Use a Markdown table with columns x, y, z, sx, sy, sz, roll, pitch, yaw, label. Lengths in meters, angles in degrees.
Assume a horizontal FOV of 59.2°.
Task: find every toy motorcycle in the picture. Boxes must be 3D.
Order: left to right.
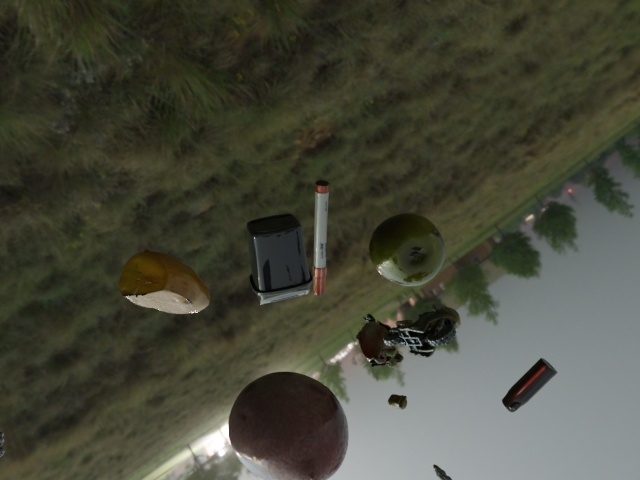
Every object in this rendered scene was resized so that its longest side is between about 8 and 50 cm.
| x | y | z | sx | sy | sz | roll | pitch | yaw | label |
| --- | --- | --- | --- | --- | --- | --- | --- | --- | --- |
| 0.263 | 0.223 | 1.413 | 0.129 | 0.094 | 0.229 | -40 | -165 | -33 | toy motorcycle |

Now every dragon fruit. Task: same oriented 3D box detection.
| x | y | z | sx | sy | sz | roll | pitch | yaw | label |
| --- | --- | --- | --- | --- | --- | --- | --- | --- | --- |
| 0.186 | 0.335 | 1.791 | 0.142 | 0.175 | 0.138 | -56 | -154 | -12 | dragon fruit |

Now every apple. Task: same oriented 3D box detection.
| x | y | z | sx | sy | sz | roll | pitch | yaw | label |
| --- | --- | --- | --- | --- | --- | --- | --- | --- | --- |
| 0.226 | 0.023 | 1.452 | 0.196 | 0.196 | 0.157 | -36 | -170 | 1 | apple |

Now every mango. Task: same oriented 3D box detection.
| x | y | z | sx | sy | sz | roll | pitch | yaw | label |
| --- | --- | --- | --- | --- | --- | --- | --- | --- | --- |
| -0.384 | 0.117 | 1.454 | 0.187 | 0.138 | 0.257 | 7 | 165 | 16 | mango |

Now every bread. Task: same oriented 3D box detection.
| x | y | z | sx | sy | sz | roll | pitch | yaw | label |
| --- | --- | --- | --- | --- | --- | --- | --- | --- | --- |
| 0.259 | 0.544 | 1.902 | 0.033 | 0.049 | 0.088 | 21 | 164 | -26 | bread |

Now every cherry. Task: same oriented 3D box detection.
| x | y | z | sx | sy | sz | roll | pitch | yaw | label |
| --- | --- | --- | --- | --- | --- | --- | --- | --- | --- |
| -0.050 | 0.354 | 1.069 | 0.239 | 0.239 | 0.206 | 115 | -9 | -67 | cherry |

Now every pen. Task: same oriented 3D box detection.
| x | y | z | sx | sy | sz | roll | pitch | yaw | label |
| --- | --- | --- | --- | --- | --- | --- | --- | --- | --- |
| 0.000 | 0.000 | 1.081 | 0.028 | 0.028 | 0.239 | -25 | 127 | -41 | pen |

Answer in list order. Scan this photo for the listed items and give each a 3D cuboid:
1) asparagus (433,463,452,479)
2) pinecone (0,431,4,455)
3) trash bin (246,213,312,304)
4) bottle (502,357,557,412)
| x | y | z | sx | sy | sz | roll | pitch | yaw | label |
| --- | --- | --- | --- | --- | --- | --- | --- | --- | --- |
| 0.396 | 0.694 | 1.571 | 0.034 | 0.236 | 0.027 | -60 | -163 | -23 | asparagus |
| -0.587 | 0.333 | 0.914 | 0.140 | 0.121 | 0.140 | -9 | 136 | -8 | pinecone |
| -0.143 | 0.070 | 1.911 | 0.209 | 0.291 | 0.182 | -11 | -154 | -12 | trash bin |
| 0.556 | 0.392 | 1.510 | 0.164 | 0.060 | 0.060 | -51 | 165 | 14 | bottle |
